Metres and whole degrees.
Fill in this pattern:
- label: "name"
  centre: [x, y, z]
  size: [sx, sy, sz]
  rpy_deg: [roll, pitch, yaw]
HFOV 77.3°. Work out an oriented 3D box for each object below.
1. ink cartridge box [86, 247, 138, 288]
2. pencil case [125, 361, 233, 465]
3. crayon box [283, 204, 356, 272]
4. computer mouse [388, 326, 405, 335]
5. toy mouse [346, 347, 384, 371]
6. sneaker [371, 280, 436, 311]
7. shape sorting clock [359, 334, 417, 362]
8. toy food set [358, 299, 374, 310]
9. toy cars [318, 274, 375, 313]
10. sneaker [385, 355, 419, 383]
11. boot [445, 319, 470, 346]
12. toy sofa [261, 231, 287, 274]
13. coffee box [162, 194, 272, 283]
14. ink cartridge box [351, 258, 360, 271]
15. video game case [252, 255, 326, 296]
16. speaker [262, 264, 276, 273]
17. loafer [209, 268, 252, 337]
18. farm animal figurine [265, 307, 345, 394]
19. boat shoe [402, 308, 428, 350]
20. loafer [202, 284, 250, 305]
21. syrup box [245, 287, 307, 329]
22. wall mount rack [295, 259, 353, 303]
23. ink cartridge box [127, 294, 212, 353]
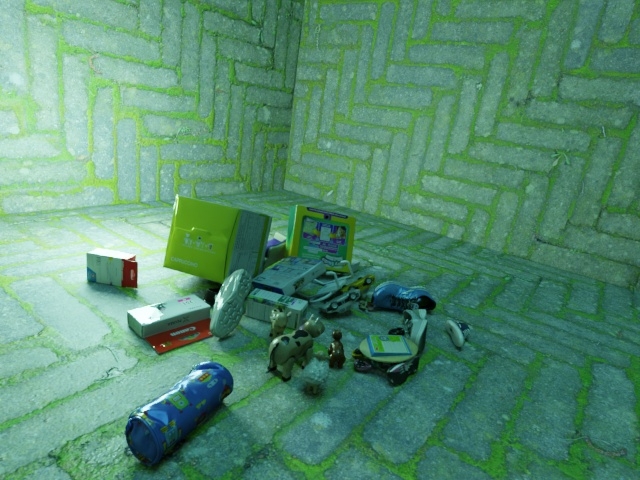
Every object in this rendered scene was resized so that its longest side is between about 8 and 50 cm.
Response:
- label: "ink cartridge box"
  centre: [-0.892, 0.121, 1.750]
  size: [0.231, 0.134, 0.078]
  rpy_deg: [10, 17, 3]
- label: "pencil case"
  centre: [-0.358, 0.426, 1.039]
  size: [0.133, 0.119, 0.306]
  rpy_deg: [38, 24, 11]
- label: "crayon box"
  centre: [0.000, 0.000, 2.147]
  size: [0.363, 0.313, 0.106]
  rpy_deg: [11, -8, -25]
- label: "computer mouse"
  centre: [0.281, 0.388, 1.596]
  size: [0.071, 0.041, 0.242]
  rpy_deg: [16, 18, 27]
- label: "toy mouse"
  centre: [0.167, 0.433, 1.413]
  size: [0.143, 0.031, 0.161]
  rpy_deg: [22, 22, 38]
- label: "sneaker"
  centre: [0.395, 0.275, 1.868]
  size: [0.330, 0.129, 0.147]
  rpy_deg: [3, 16, -17]
- label: "shape sorting clock"
  centre: [0.244, 0.389, 1.441]
  size: [0.206, 0.040, 0.206]
  rpy_deg: [2, 12, 0]
- label: "toy food set"
  centre: [0.216, 0.308, 1.866]
  size: [0.078, 0.019, 0.122]
  rpy_deg: [12, 10, 11]
- label: "toy cars"
  centre: [0.140, 0.262, 1.849]
  size: [0.177, 0.087, 0.394]
  rpy_deg: [-23, 3, 30]
- label: "sneaker"
  centre: [0.272, 0.444, 1.395]
  size: [0.077, 0.071, 0.178]
  rpy_deg: [7, 5, 40]
- label: "boot"
  centre: [0.597, 0.389, 1.687]
  size: [0.086, 0.069, 0.190]
  rpy_deg: [5, 15, 1]
- label: "toy sofa"
  centre: [-0.270, 0.045, 2.171]
  size: [0.150, 0.177, 0.362]
  rpy_deg: [28, 23, 15]
- label: "coffee box"
  centre: [-0.468, 0.000, 1.866]
  size: [0.338, 0.338, 0.334]
  rpy_deg: [13, 1, 18]
- label: "ink cartridge box"
  centre: [0.144, 0.137, 2.311]
  size: [0.135, 0.056, 0.099]
  rpy_deg: [18, 20, 30]
- label: "video game case"
  centre: [-0.150, 0.163, 1.836]
  size: [0.244, 0.061, 0.270]
  rpy_deg: [-33, 23, -32]
- label: "speaker"
  centre: [-0.246, 0.167, 2.037]
  size: [0.055, 0.055, 0.136]
  rpy_deg: [14, 18, 18]
- label: "loafer"
  centre: [-0.360, 0.246, 1.560]
  size: [0.112, 0.112, 0.319]
  rpy_deg: [-20, 31, 26]
- label: "farm animal figurine"
  centre: [-0.077, 0.335, 1.376]
  size: [0.331, 0.172, 0.327]
  rpy_deg: [15, 18, 21]
- label: "boat shoe"
  centre: [0.382, 0.356, 1.637]
  size: [0.103, 0.118, 0.320]
  rpy_deg: [6, 12, 13]
- label: "loafer"
  centre: [-0.400, 0.226, 1.734]
  size: [0.220, 0.078, 0.080]
  rpy_deg: [-9, 24, -44]
- label: "syrup box"
  centre: [-0.179, 0.279, 1.641]
  size: [0.237, 0.096, 0.093]
  rpy_deg: [11, 19, 14]
- label: "wall mount rack"
  centre: [-0.014, 0.199, 1.944]
  size: [0.304, 0.130, 0.350]
  rpy_deg: [-18, 5, 25]
- label: "ink cartridge box"
  centre: [-0.528, 0.298, 1.482]
  size: [0.239, 0.060, 0.275]
  rpy_deg: [21, 21, 39]
